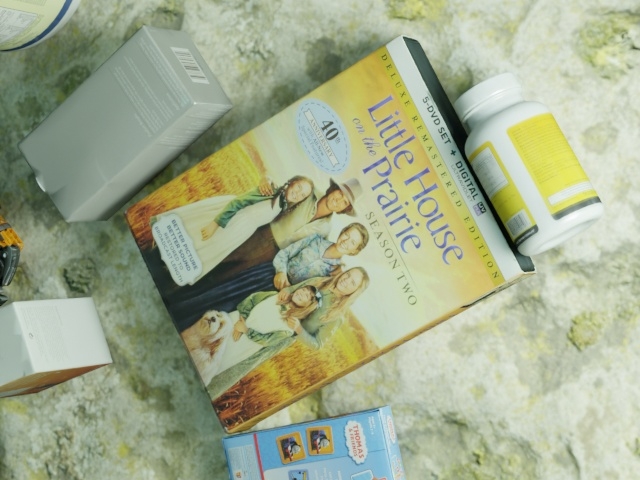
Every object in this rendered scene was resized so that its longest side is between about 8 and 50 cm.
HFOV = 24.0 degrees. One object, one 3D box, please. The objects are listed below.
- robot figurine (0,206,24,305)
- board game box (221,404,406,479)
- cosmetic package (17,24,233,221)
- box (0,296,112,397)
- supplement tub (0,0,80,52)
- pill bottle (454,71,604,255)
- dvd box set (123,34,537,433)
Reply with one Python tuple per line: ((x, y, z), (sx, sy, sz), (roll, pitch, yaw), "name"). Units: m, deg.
((-0.503, 0.043, 1.965), (0.291, 0.085, 0.211), (-45, 74, 20), "robot figurine")
((-0.002, 0.290, 1.760), (0.211, 0.039, 0.160), (-13, 86, 25), "board game box")
((-0.239, -0.138, 1.829), (0.238, 0.107, 0.127), (-39, 76, 24), "cosmetic package")
((-0.363, 0.135, 1.853), (0.130, 0.170, 0.091), (-23, 80, 24), "box")
((-0.455, -0.354, 1.800), (0.235, 0.325, 0.235), (0, 91, 25), "supplement tub")
((0.219, -0.084, 1.613), (0.103, 0.103, 0.184), (-32, 78, 22), "pill bottle")
((0.000, 0.000, 1.740), (0.420, 0.062, 0.307), (-30, 79, 23), "dvd box set")
